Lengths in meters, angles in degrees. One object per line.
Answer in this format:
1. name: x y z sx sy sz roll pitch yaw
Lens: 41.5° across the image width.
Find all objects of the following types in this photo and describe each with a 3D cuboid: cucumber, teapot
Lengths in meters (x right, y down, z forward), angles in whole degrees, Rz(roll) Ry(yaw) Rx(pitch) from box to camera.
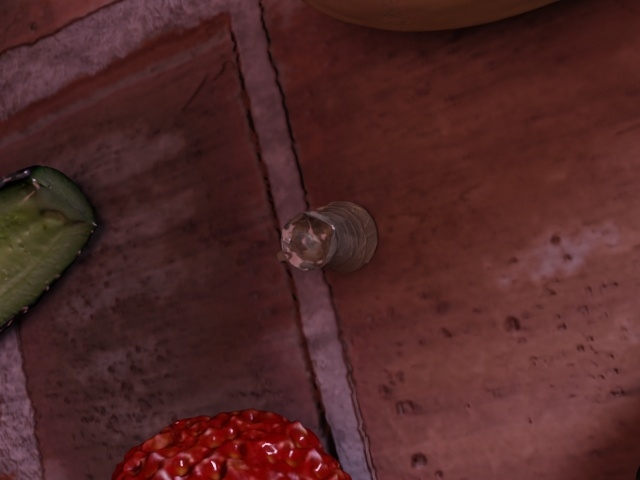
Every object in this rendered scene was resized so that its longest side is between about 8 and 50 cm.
1. cucumber: -0.297 0.008 0.774 0.193 0.085 0.115 -35 118 18
2. teapot: 0.000 0.000 0.630 0.067 0.083 0.057 -27 81 20

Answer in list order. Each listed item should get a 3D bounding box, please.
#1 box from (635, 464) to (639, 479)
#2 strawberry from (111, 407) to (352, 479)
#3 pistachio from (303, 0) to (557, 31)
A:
1. box: 0.256 0.182 0.381 0.253 0.329 0.177 29 112 25
2. strawberry: -0.076 0.262 0.570 0.261 0.258 0.260 4 98 27
3. pistachio: 0.102 -0.259 0.522 0.321 0.229 0.238 -13 115 33
